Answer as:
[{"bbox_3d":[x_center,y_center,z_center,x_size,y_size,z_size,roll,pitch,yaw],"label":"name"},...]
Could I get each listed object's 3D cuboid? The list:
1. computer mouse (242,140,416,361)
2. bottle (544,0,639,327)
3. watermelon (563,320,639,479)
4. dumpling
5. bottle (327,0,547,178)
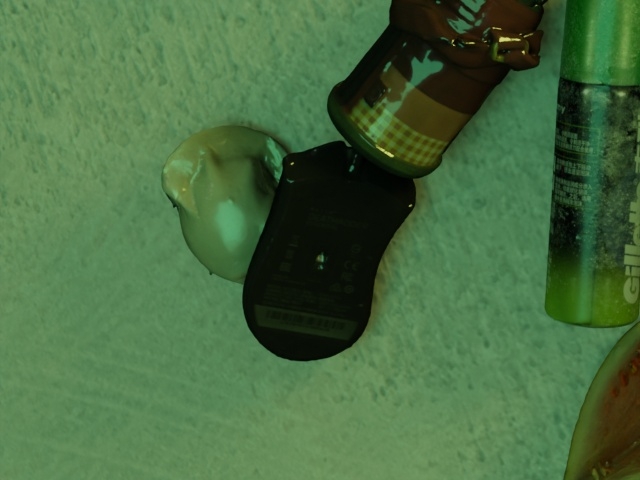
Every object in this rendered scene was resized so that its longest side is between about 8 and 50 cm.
[{"bbox_3d":[0.000,0.000,1.711,0.147,0.088,0.264,12,123,-18],"label":"computer mouse"},{"bbox_3d":[0.266,-0.086,1.561,0.093,0.093,0.330,9,107,26],"label":"bottle"},{"bbox_3d":[0.370,0.142,1.550,0.128,0.159,0.303,40,119,-20],"label":"watermelon"},{"bbox_3d":[-0.085,-0.035,1.768,0.150,0.092,0.176,-37,79,16],"label":"dumpling"},{"bbox_3d":[0.130,-0.190,1.580,0.156,0.143,0.271,44,117,11],"label":"bottle"}]
